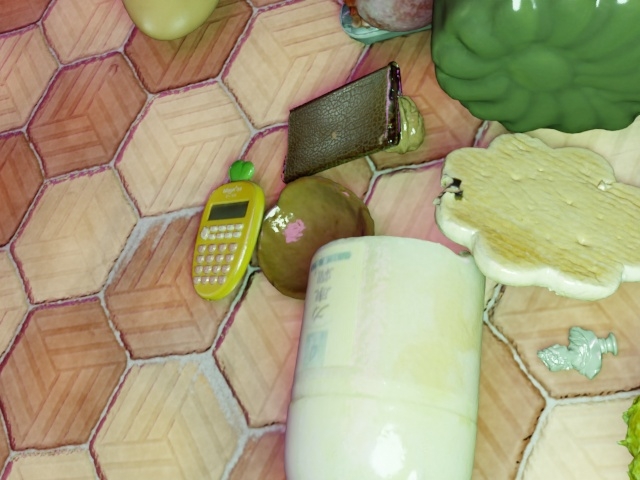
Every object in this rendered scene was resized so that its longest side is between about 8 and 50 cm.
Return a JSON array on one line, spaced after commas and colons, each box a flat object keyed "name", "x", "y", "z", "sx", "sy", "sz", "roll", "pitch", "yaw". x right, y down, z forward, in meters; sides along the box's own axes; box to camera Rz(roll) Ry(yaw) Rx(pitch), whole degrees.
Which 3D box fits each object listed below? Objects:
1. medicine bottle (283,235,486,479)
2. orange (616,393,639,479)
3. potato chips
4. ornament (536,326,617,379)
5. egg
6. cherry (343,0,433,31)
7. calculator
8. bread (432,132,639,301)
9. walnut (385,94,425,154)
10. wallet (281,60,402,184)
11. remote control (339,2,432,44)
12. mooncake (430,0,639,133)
[{"name": "medicine bottle", "x": 0.076, "y": 0.220, "z": 1.133, "sx": 0.236, "sy": 0.236, "sz": 0.405, "roll": -2, "pitch": 66, "yaw": 25}, {"name": "orange", "x": 0.471, "y": 0.230, "z": 0.950, "sx": 0.301, "sy": 0.223, "sz": 0.300, "roll": -25, "pitch": 48, "yaw": 18}, {"name": "potato chips", "x": -0.001, "y": 0.000, "z": 1.370, "sx": 0.208, "sy": 0.062, "sz": 0.195, "roll": -7, "pitch": 67, "yaw": 31}, {"name": "ornament", "x": 0.330, "y": 0.143, "z": 1.163, "sx": 0.092, "sy": 0.041, "sz": 0.068, "roll": -37, "pitch": 62, "yaw": -5}, {"name": "egg", "x": -0.267, "y": -0.478, "z": 1.638, "sx": 0.201, "sy": 0.201, "sz": 0.244, "roll": 7, "pitch": 85, "yaw": 28}, {"name": "cherry", "x": 0.142, "y": -0.419, "z": 1.370, "sx": 0.250, "sy": 0.175, "sz": 0.192, "roll": -10, "pitch": 52, "yaw": 16}, {"name": "calculator", "x": -0.145, "y": -0.018, "z": 1.444, "sx": 0.146, "sy": 0.032, "sz": 0.234, "roll": -3, "pitch": 68, "yaw": 49}, {"name": "bread", "x": 0.289, "y": -0.034, "z": 1.167, "sx": 0.316, "sy": 0.054, "sz": 0.316, "roll": 7, "pitch": 41, "yaw": -6}, {"name": "walnut", "x": 0.117, "y": -0.175, "z": 1.385, "sx": 0.079, "sy": 0.082, "sz": 0.096, "roll": -8, "pitch": 66, "yaw": -8}, {"name": "wallet", "x": 0.031, "y": -0.173, "z": 1.396, "sx": 0.243, "sy": 0.039, "sz": 0.132, "roll": -16, "pitch": 67, "yaw": 47}, {"name": "remote control", "x": 0.149, "y": -0.382, "z": 1.477, "sx": 0.248, "sy": 0.052, "sz": 0.104, "roll": -8, "pitch": 64, "yaw": 23}, {"name": "mooncake", "x": 0.316, "y": -0.277, "z": 1.170, "sx": 0.357, "sy": 0.356, "sz": 0.194, "roll": -7, "pitch": 68, "yaw": 23}]
